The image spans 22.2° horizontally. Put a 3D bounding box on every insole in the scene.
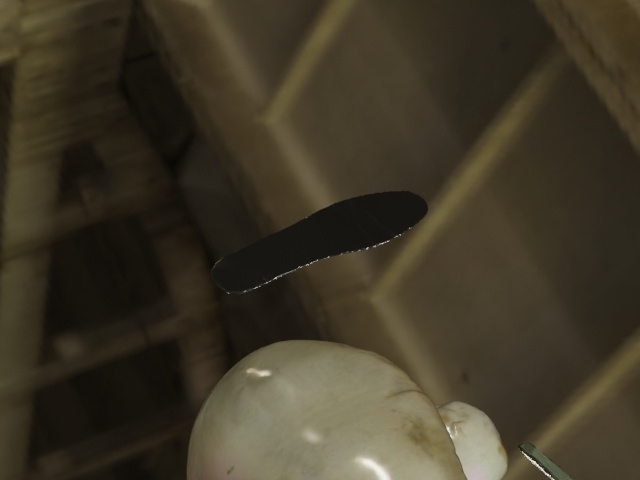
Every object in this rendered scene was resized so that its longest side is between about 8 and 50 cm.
[{"bbox_3d":[0.000,0.000,1.079,0.053,0.152,0.002,53,-19,43],"label":"insole"}]

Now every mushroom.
[{"bbox_3d":[0.032,0.192,1.205,0.254,0.234,0.260,-35,-109,57],"label":"mushroom"}]

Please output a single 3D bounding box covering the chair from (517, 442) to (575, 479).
[{"bbox_3d":[0.225,0.304,1.427,0.274,0.203,0.191,26,-32,56],"label":"chair"}]
